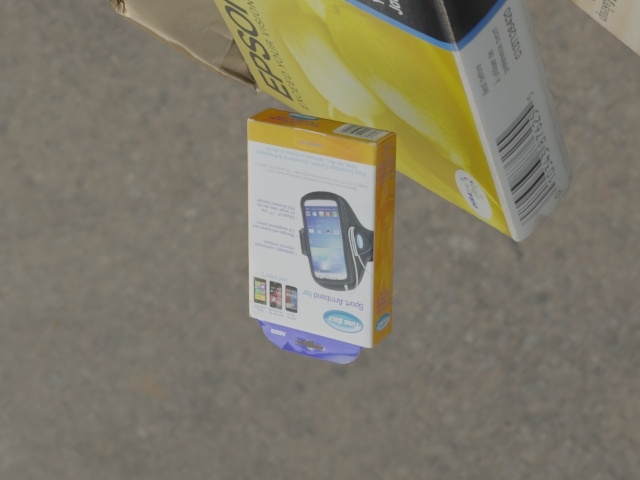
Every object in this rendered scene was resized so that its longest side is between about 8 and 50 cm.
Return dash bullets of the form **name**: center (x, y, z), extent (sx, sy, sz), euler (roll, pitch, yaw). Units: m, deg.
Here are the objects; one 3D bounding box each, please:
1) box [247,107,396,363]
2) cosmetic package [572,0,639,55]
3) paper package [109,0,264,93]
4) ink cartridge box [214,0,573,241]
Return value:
- **box**: center (0.000, 0.000, 0.916), extent (0.081, 0.028, 0.136), euler (14, 118, 27)
- **cosmetic package**: center (0.350, -0.322, 1.877), extent (0.296, 0.129, 0.153), euler (41, 170, 13)
- **paper package**: center (0.017, -0.291, 1.297), extent (0.168, 0.325, 0.309), euler (29, 108, 15)
- **ink cartridge box**: center (-0.015, -0.162, 0.935), extent (0.307, 0.072, 0.303), euler (30, 163, 31)
